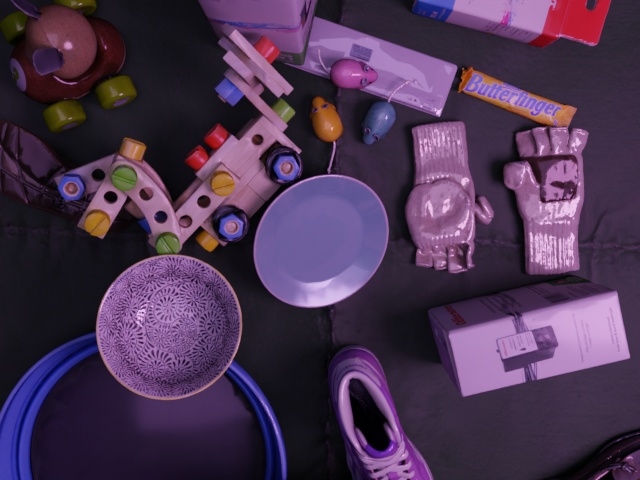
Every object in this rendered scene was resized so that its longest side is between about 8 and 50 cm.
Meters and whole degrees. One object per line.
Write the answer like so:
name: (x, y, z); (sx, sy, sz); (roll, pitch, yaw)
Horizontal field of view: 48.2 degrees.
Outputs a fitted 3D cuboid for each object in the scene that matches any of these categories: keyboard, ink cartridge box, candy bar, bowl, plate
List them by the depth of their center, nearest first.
ink cartridge box: (-0.056, -0.337, 0.804); (0.117, 0.278, 0.201); (13, 90, 0)
bowl: (-0.180, 0.106, 0.872); (0.170, 0.080, 0.170); (1, 79, -5)
ink cartridge box: (0.254, 0.116, 0.906); (0.208, 0.153, 0.086); (-13, 95, 2)
ink cartridge box: (0.247, -0.332, 0.909); (0.231, 0.078, 0.134); (15, 95, -1)
plate: (0.000, 0.000, 0.935); (0.188, 0.024, 0.188); (-9, 116, -19)
candy bar: (0.258, -0.187, 0.950); (0.162, 0.018, 0.040); (22, 94, -2)
keyboard: (0.051, -0.240, 0.952); (0.256, 0.014, 0.072); (19, 89, -1)
bowl: (-0.238, 0.303, 0.961); (0.391, 0.077, 0.391); (0, 94, 1)

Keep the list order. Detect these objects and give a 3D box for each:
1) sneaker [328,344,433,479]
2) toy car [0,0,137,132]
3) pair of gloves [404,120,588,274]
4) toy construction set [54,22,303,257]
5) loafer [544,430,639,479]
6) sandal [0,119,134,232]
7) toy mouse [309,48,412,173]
sneaker: (0.079, 0.284, 0.917); (0.102, 0.161, 0.282); (-25, 95, 1)
toy car: (-0.328, -0.231, 0.865); (0.149, 0.188, 0.155); (-24, 94, 2)
pair of gloves: (0.233, -0.055, 0.949); (0.240, 0.042, 0.204); (3, 95, 1)
toy construction set: (-0.147, -0.107, 0.883); (0.328, 0.151, 0.215); (-41, 111, 17)
loafer: (0.381, 0.342, 0.955); (0.268, 0.084, 0.096); (-27, 93, 2)
sandal: (-0.348, -0.082, 0.947); (0.219, 0.060, 0.090); (25, 95, -16)
toy mouse: (0.053, -0.183, 0.933); (0.143, 0.031, 0.161); (-17, 99, 6)
